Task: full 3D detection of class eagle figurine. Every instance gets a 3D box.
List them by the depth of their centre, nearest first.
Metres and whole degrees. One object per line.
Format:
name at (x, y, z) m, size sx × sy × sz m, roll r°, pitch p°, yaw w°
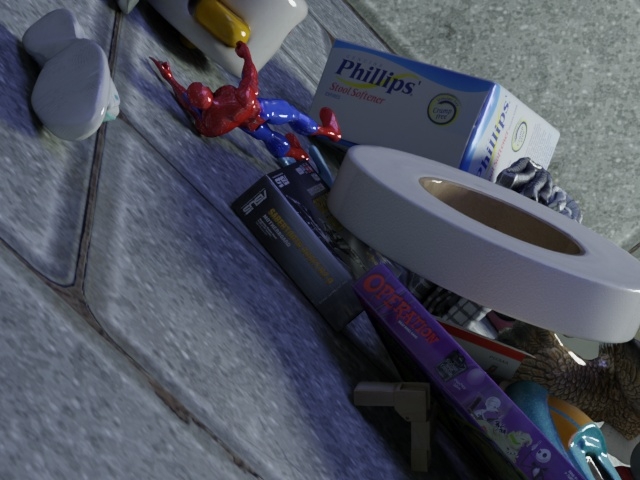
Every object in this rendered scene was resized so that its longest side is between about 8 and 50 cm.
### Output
eagle figurine at (0.358, 0.169, 2.181) m, size 0.225 × 0.226 × 0.298 m, roll 49°, pitch 26°, yaw 17°

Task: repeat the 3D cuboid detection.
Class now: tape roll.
tape roll at (0.194, -0.001, 2.019) m, size 0.392 × 0.072 × 0.392 m, roll 22°, pitch 12°, yaw -5°

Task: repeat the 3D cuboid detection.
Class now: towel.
towel at (0.224, 0.005, 2.353) m, size 0.121 × 0.235 × 0.283 m, roll 46°, pitch 11°, yaw 2°

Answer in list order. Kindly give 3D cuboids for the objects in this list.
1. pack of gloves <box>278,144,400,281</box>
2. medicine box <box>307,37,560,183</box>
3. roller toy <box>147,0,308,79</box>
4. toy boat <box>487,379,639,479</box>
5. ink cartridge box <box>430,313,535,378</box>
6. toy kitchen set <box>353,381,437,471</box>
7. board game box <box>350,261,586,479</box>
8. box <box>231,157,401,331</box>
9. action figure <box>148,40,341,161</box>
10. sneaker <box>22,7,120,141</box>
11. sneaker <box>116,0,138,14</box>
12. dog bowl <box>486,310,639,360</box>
pack of gloves at (0.029, -0.044, 2.258) m, size 0.232 × 0.046 × 0.195 m, roll 41°, pitch 14°, yaw -34°
medicine box at (0.164, -0.157, 2.561) m, size 0.263 × 0.149 × 0.289 m, roll 19°, pitch -3°, yaw 29°
roller toy at (-0.124, -0.301, 2.246) m, size 0.209 × 0.146 × 0.191 m, roll 44°, pitch 7°, yaw 31°
toy boat at (0.309, 0.267, 2.013) m, size 0.318 × 0.148 × 0.267 m, roll 18°, pitch 37°, yaw -59°
ink cartridge box at (0.158, 0.119, 1.998) m, size 0.145 × 0.045 × 0.179 m, roll 21°, pitch 1°, yaw -3°
toy kitchen set at (0.077, 0.183, 1.791) m, size 0.068 × 0.075 × 0.083 m, roll -44°, pitch 133°, yaw -74°
board game box at (0.169, 0.189, 1.805) m, size 0.347 × 0.056 × 0.208 m, roll 48°, pitch -4°, yaw 37°
box at (0.000, 0.000, 2.000) m, size 0.183 × 0.056 × 0.231 m, roll 49°, pitch 13°, yaw 2°
action figure at (-0.092, -0.174, 2.086) m, size 0.139 × 0.091 × 0.280 m, roll 59°, pitch 20°, yaw 18°
sneaker at (-0.216, -0.137, 1.636) m, size 0.094 × 0.080 × 0.212 m, roll 55°, pitch 6°, yaw -33°
sneaker at (-0.239, -0.314, 2.130) m, size 0.061 × 0.054 × 0.152 m, roll 36°, pitch 10°, yaw -16°
dog bowl at (0.376, 0.106, 2.773) m, size 0.408 × 0.150 × 0.408 m, roll 46°, pitch 12°, yaw -13°
